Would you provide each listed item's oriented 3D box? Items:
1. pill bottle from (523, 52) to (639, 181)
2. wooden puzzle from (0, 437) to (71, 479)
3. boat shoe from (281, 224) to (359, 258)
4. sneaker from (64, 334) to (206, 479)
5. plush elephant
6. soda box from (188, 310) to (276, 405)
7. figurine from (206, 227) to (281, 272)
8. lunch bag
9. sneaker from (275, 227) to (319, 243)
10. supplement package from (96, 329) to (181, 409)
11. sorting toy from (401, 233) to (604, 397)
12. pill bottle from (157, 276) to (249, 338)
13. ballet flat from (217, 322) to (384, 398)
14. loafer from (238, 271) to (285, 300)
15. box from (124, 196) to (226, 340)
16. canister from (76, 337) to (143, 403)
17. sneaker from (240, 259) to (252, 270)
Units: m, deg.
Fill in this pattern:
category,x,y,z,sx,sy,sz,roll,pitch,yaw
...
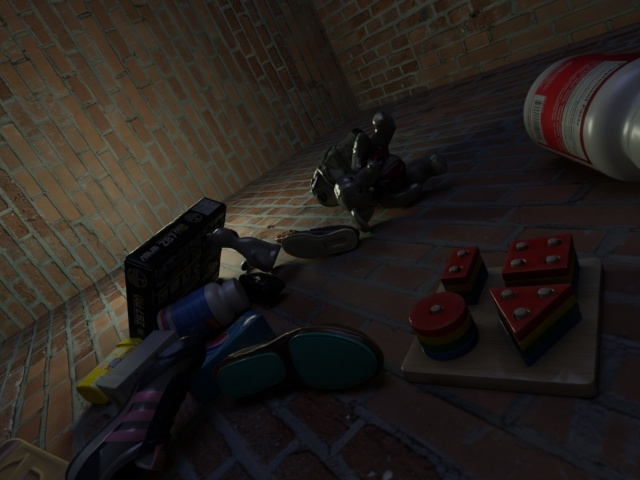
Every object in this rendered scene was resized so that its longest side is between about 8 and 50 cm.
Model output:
category,x,y,z,sx,sy,sz,roll,pitch,yaw
pill bottle,0.598,-0.249,0.838,0.228,0.229,0.408,-25,21,11
wooden puzzle,-0.635,0.548,0.776,0.347,0.081,0.322,-6,30,37
boat shoe,0.000,0.000,1.226,0.232,0.084,0.079,-8,22,17
sneaker,-0.291,0.327,0.747,0.131,0.112,0.319,27,75,31
plush elephant,0.145,-0.180,1.242,0.255,0.272,0.330,-31,-14,-49
soda box,-0.201,0.249,0.919,0.210,0.071,0.067,-41,24,-31
figurine,-0.230,0.018,1.253,0.215,0.209,0.093,163,128,-85
lunch bag,0.097,-0.255,1.547,0.256,0.212,0.305,-41,8,20
sneaker,-0.061,0.002,1.309,0.174,0.068,0.064,0,29,21
supplement package,-0.403,0.310,0.992,0.105,0.105,0.179,-11,27,40
sorting toy,0.268,0.096,0.642,0.256,0.090,0.255,-10,27,40
pill bottle,-0.309,0.190,1.130,0.221,0.124,0.124,-29,20,1
ballet flat,-0.032,0.212,0.771,0.342,0.116,0.124,-23,1,27
loafer,-0.169,0.127,1.186,0.078,0.076,0.223,-14,6,-29
box,-0.428,0.089,1.293,0.097,0.319,0.395,18,35,9
canister,-0.555,0.352,1.140,0.126,0.073,0.170,-14,26,36
sneaker,-0.239,0.075,1.451,0.035,0.031,0.083,-5,31,47
